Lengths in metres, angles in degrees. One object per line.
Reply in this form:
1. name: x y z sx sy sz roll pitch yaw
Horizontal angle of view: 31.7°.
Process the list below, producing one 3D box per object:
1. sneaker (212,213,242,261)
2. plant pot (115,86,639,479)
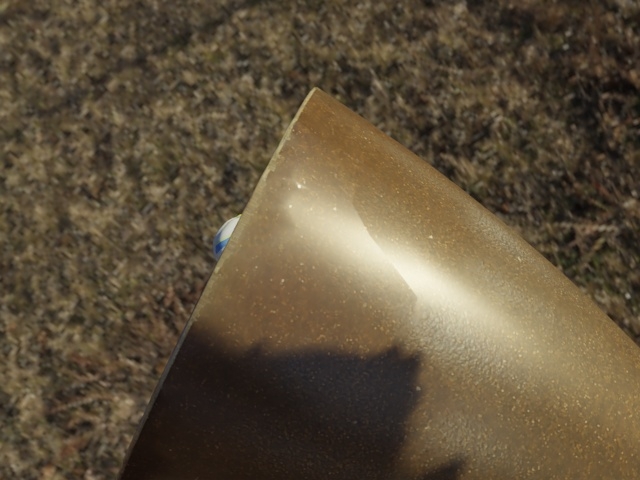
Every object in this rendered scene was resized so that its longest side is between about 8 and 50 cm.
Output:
1. sneaker: 0.000 0.000 1.216 0.240 0.126 0.091 -3 88 0
2. plant pot: 0.052 0.074 0.547 0.230 0.215 0.215 27 73 -1
